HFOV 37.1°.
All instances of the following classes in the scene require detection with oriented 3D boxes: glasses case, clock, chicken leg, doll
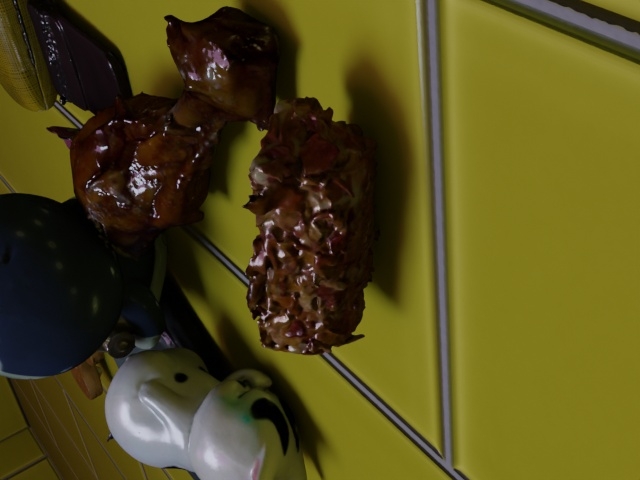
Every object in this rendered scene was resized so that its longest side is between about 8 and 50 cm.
[{"bbox_3d":[-0.304,-0.231,0.913,0.079,0.064,0.234,39,147,37],"label":"glasses case"},{"bbox_3d":[-0.232,0.030,0.815,0.200,0.146,0.243,26,-170,5],"label":"clock"},{"bbox_3d":[-0.097,-0.071,0.653,0.113,0.093,0.304,48,150,-9],"label":"chicken leg"},{"bbox_3d":[-0.098,0.156,0.823,0.181,0.110,0.106,15,92,25],"label":"doll"}]

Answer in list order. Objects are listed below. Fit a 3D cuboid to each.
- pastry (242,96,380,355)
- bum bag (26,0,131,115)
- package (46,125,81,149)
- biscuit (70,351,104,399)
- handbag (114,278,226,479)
[{"bbox_3d":[0.001,-0.002,0.520,0.063,0.087,0.169,17,140,13],"label":"pastry"},{"bbox_3d":[-0.216,-0.150,0.866,0.159,0.026,0.109,40,149,39],"label":"bum bag"},{"bbox_3d":[-0.206,-0.085,0.881,0.083,0.029,0.059,26,180,-38],"label":"package"},{"bbox_3d":[-0.375,0.103,1.431,0.216,0.047,0.339,47,150,26],"label":"biscuit"},{"bbox_3d":[-0.174,0.116,1.015,0.332,0.075,0.191,55,152,26],"label":"handbag"}]
